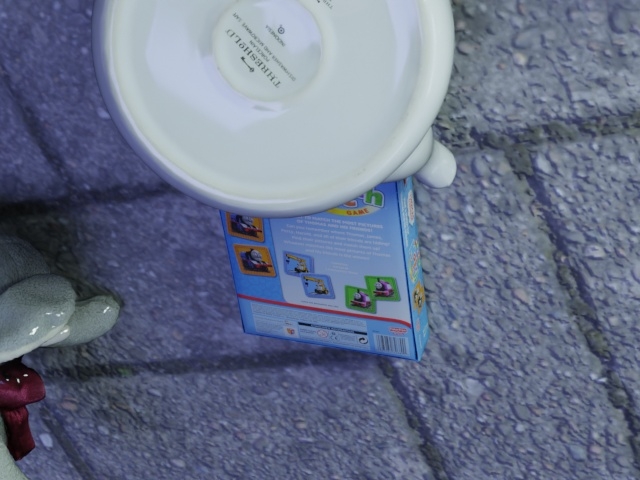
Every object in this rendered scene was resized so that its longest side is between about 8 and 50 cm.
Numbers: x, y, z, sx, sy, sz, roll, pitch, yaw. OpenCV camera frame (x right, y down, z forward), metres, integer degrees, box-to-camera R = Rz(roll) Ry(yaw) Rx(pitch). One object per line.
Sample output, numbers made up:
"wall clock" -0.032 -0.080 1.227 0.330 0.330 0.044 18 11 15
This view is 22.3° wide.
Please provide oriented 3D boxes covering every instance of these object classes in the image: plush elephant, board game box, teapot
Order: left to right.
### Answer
"plush elephant" -0.298 0.100 1.427 0.255 0.272 0.330 -48 140 11
"teapot" -0.032 -0.145 1.098 0.252 0.187 0.256 -1 105 3
"board game box" 0.000 0.000 1.309 0.160 0.039 0.211 8 133 20
